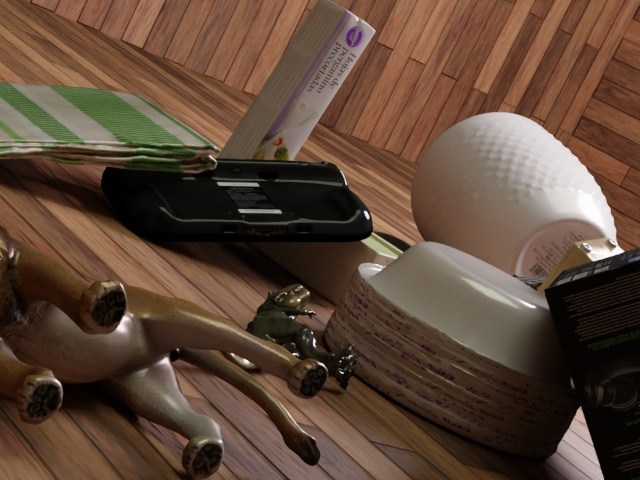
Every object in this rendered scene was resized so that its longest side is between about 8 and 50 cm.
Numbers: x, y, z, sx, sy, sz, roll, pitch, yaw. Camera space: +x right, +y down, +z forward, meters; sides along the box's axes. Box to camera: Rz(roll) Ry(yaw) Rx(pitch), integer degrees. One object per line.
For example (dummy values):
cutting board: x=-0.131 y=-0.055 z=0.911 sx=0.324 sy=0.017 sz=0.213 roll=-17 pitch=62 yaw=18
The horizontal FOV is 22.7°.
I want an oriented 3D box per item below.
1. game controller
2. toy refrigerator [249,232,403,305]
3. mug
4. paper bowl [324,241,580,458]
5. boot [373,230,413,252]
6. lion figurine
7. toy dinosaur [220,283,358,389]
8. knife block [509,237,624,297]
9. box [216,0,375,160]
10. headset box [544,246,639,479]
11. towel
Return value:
game controller: x=-0.096 y=-0.046 z=1.899 sx=0.319 sy=0.067 sz=0.166 roll=0 pitch=37 yaw=-27
toy refrigerator: x=0.000 y=0.000 z=2.040 sx=0.102 sy=0.094 sz=0.269 roll=17 pitch=13 yaw=-47
mug: x=0.344 y=0.012 z=2.551 sx=0.374 sy=0.276 sz=0.328 roll=56 pitch=0 yaw=-27
paper bowl: x=0.159 y=0.105 z=1.725 sx=0.284 sy=0.148 sz=0.284 roll=27 pitch=8 yaw=-4
boot: x=0.161 y=0.078 z=2.146 sx=0.263 sy=0.091 sz=0.229 roll=32 pitch=4 yaw=9
lion figurine: x=-0.180 y=0.059 z=1.139 sx=0.240 sy=0.142 sz=0.392 roll=24 pitch=-9 yaw=42
toy dinosaur: x=-0.026 y=0.100 z=1.507 sx=0.118 sy=0.064 sz=0.268 roll=21 pitch=10 yaw=7
knife block: x=0.295 y=0.128 z=1.863 sx=0.088 sy=0.242 sz=0.276 roll=-7 pitch=47 yaw=-51
box: x=-0.051 y=-0.152 z=2.023 sx=0.063 sy=0.324 sz=0.067 roll=30 pitch=4 yaw=-42
headset box: x=0.332 y=0.153 z=1.581 sx=0.131 sy=0.283 sz=0.246 roll=-18 pitch=-2 yaw=13
towel: x=-0.309 y=-0.132 z=1.829 sx=0.325 sy=0.038 sz=0.248 roll=-1 pitch=23 yaw=-34
